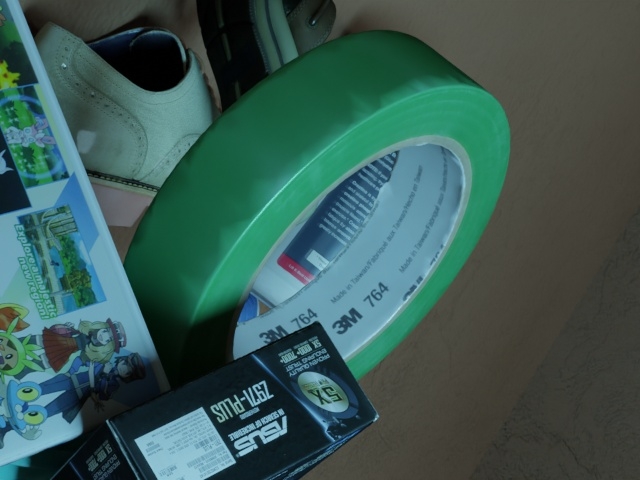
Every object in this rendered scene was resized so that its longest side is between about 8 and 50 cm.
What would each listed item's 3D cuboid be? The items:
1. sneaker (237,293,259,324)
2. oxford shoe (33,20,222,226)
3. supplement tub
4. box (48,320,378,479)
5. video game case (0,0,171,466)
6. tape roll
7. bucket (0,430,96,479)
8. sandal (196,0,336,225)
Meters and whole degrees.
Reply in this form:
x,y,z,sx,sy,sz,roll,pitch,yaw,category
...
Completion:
x,y,z,sx,sy,sz,roll,pitch,yaw,category
-0.124,0.073,1.578,0.211,0.080,0.081,-18,140,-56,sneaker
-0.116,-0.093,1.308,0.397,0.140,0.146,-2,117,-64,oxford shoe
0.028,-0.046,1.569,0.272,0.191,0.191,-52,157,-5,supplement tub
-0.077,0.142,1.013,0.180,0.077,0.147,-23,165,-41,box
-0.262,-0.016,0.907,0.300,0.329,0.036,-18,174,-44,video game case
0.000,0.000,1.157,0.321,0.077,0.321,-36,151,-24,tape roll
-0.270,0.080,1.088,0.281,0.281,0.183,-36,144,-36,bucket
-0.033,-0.160,1.253,0.086,0.302,0.120,-5,175,-29,sandal
